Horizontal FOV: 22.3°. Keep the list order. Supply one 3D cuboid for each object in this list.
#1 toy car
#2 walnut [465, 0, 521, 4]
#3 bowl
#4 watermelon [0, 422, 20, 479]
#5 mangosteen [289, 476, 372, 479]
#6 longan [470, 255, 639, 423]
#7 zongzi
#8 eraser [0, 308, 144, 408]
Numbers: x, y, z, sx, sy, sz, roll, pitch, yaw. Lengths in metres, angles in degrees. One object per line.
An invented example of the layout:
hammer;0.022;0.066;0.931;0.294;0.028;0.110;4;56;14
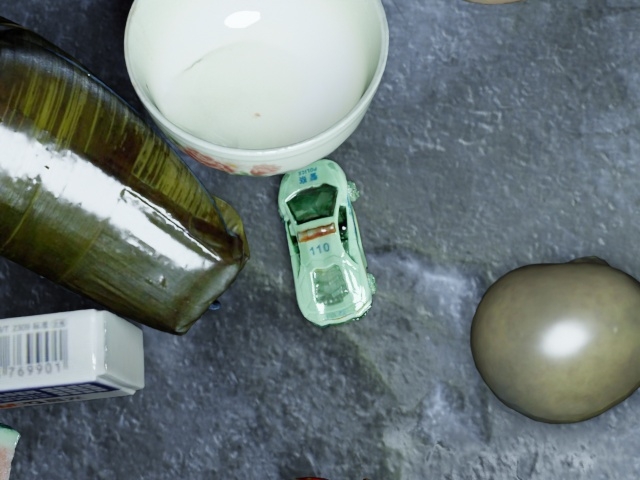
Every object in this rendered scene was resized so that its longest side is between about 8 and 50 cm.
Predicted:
toy car;0.000;0.000;1.736;0.093;0.058;0.186;-15;75;13
walnut;0.189;-0.384;1.680;0.273;0.273;0.227;41;58;19
bowl;-0.065;-0.181;1.729;0.277;0.145;0.277;0;63;0
watermelon;-0.424;0.269;1.743;0.202;0.207;0.136;42;118;3
mangosteen;0.011;0.319;1.619;0.181;0.156;0.146;20;40;5
longan;0.240;0.096;1.597;0.189;0.189;0.189;-3;77;14
zongzi;-0.264;-0.101;1.791;0.403;0.432;0.208;31;109;-17
eraser;-0.341;0.134;1.760;0.279;0.124;0.081;-7;75;13
